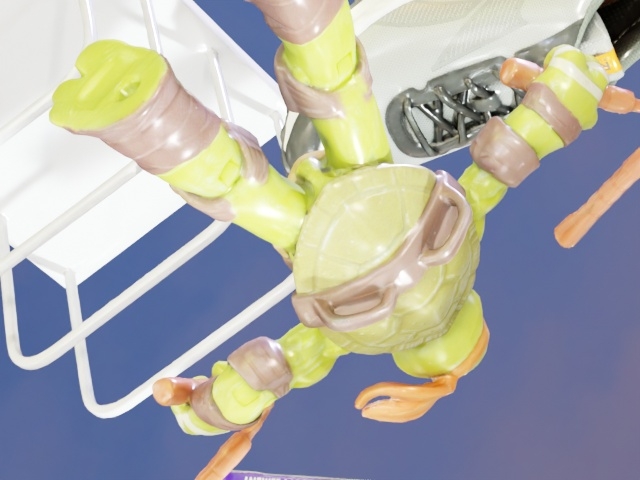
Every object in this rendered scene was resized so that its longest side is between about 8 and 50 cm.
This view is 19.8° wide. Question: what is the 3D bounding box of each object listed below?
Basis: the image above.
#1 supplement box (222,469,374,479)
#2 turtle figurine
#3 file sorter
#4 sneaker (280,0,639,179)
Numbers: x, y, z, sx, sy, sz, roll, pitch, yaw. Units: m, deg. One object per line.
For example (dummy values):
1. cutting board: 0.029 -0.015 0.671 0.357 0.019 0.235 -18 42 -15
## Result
1. supplement box: 0.013 0.225 0.852 0.114 0.111 0.220 26 -113 -55
2. turtle figurine: 0.000 0.000 0.682 0.269 0.087 0.217 -38 -54 5
3. file sorter: -0.156 -0.056 1.029 0.277 0.193 0.173 43 -161 -37
4. sneaker: 0.097 -0.103 1.018 0.271 0.108 0.100 -33 -41 1
